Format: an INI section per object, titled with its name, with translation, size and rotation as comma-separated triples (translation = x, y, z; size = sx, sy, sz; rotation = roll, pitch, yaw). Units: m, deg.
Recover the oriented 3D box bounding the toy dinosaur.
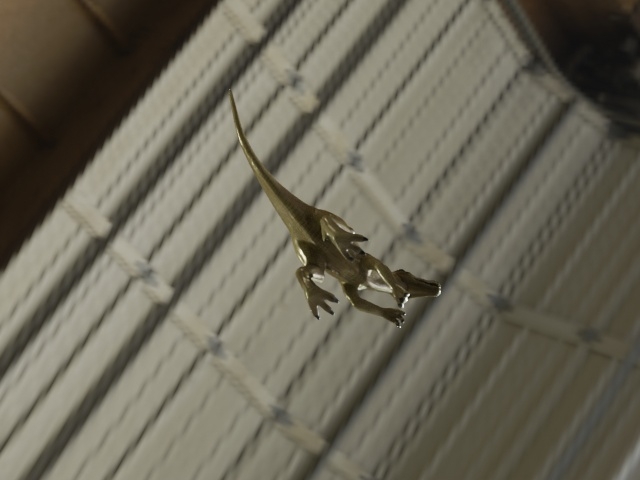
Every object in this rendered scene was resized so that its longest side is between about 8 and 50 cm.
[toy dinosaur]
translation = 0.000, 0.000, 0.955
size = 0.053, 0.092, 0.183
rotation = -44, -63, 9
